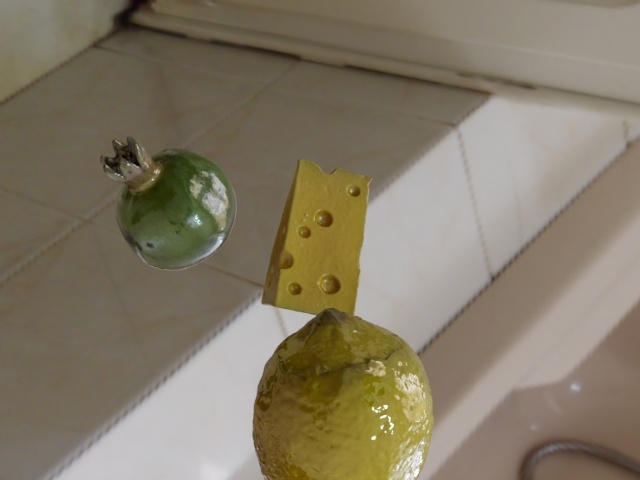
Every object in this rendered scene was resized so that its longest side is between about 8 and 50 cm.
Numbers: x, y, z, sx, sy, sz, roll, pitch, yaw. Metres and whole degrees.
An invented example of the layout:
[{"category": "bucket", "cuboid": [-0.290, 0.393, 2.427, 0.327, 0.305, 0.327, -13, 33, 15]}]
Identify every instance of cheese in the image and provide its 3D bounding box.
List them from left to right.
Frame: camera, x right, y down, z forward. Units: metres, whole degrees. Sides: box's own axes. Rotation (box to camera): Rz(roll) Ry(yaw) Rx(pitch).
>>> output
[{"category": "cheese", "cuboid": [0.000, 0.000, 1.401, 0.093, 0.126, 0.171, 14, 86, -9]}]

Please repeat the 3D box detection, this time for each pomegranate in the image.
[{"category": "pomegranate", "cuboid": [-0.230, -0.064, 1.827, 0.187, 0.187, 0.225, -56, 133, -18]}]

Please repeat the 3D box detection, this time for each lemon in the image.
[{"category": "lemon", "cuboid": [0.020, 0.170, 1.172, 0.180, 0.180, 0.193, 23, 94, -50]}]
